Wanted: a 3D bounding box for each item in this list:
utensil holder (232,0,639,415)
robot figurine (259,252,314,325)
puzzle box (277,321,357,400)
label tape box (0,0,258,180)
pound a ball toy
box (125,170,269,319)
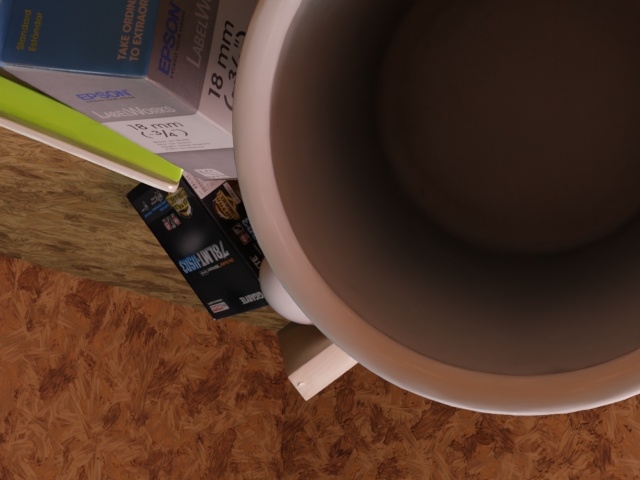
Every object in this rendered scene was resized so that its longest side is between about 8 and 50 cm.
[{"bbox_3d":[0.151,-0.093,0.719,0.327,0.328,0.385,4,-169,14],"label":"utensil holder"},{"bbox_3d":[0.002,0.001,1.551,0.173,0.278,0.209,-25,129,38],"label":"robot figurine"},{"bbox_3d":[0.113,0.082,1.590,0.052,0.409,0.272,53,-179,-10],"label":"puzzle box"},{"bbox_3d":[-0.126,-0.210,0.773,0.106,0.241,0.333,1,166,28],"label":"label tape box"},{"bbox_3d":[-0.233,-0.203,1.144,0.319,0.208,0.136,21,-159,-16],"label":"pound a ball toy"},{"bbox_3d":[-0.197,-0.006,1.713,0.293,0.073,0.295,56,154,-8],"label":"box"}]
